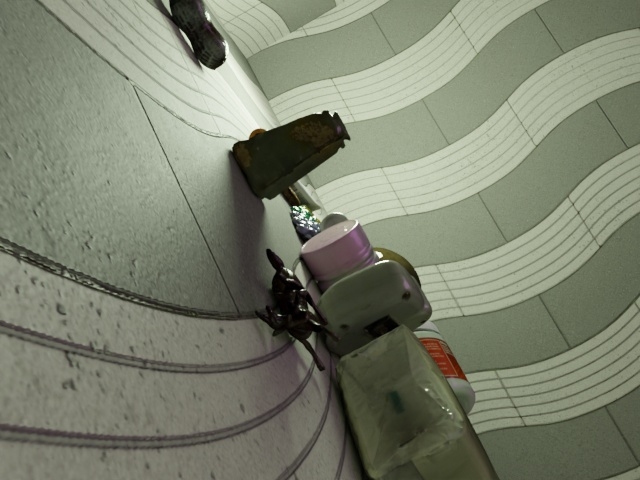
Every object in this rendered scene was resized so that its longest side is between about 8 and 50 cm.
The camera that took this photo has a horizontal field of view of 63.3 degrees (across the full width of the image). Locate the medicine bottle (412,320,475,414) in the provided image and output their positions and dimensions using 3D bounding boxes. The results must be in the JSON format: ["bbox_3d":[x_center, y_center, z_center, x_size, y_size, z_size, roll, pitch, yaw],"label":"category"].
[{"bbox_3d":[0.258,0.381,1.419,0.252,0.253,0.240,56,8,-46],"label":"medicine bottle"}]

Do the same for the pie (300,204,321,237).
[{"bbox_3d":[0.000,0.000,1.956,0.323,0.071,0.323,56,6,-9],"label":"pie"}]

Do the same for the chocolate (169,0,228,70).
[{"bbox_3d":[-0.360,-0.631,1.547,0.248,0.110,0.110,56,7,-27],"label":"chocolate"}]

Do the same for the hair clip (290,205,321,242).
[{"bbox_3d":[-0.053,-0.055,1.776,0.124,0.052,0.195,30,25,-26],"label":"hair clip"}]

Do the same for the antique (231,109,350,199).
[{"bbox_3d":[-0.066,-0.233,1.337,0.150,0.284,0.125,64,6,8],"label":"antique"}]

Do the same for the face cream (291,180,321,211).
[{"bbox_3d":[-0.096,-0.197,1.991,0.243,0.092,0.058,55,29,-30],"label":"face cream"}]

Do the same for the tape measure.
[{"bbox_3d":[0.115,0.173,1.202,0.265,0.258,0.130,42,21,-55],"label":"tape measure"}]

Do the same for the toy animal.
[{"bbox_3d":[-0.049,0.122,0.906,0.243,0.087,0.260,47,-6,49],"label":"toy animal"}]

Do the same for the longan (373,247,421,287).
[{"bbox_3d":[0.238,0.184,2.033,0.318,0.319,0.319,61,5,-10],"label":"longan"}]

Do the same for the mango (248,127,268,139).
[{"bbox_3d":[-0.184,-0.292,1.640,0.105,0.084,0.159,47,-19,14],"label":"mango"}]

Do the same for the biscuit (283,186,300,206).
[{"bbox_3d":[-0.126,-0.189,1.881,0.064,0.035,0.199,65,7,34],"label":"biscuit"}]

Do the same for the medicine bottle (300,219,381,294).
[{"bbox_3d":[0.097,0.118,1.540,0.315,0.202,0.202,60,6,-13],"label":"medicine bottle"}]

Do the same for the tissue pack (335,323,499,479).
[{"bbox_3d":[0.207,0.408,1.044,0.380,0.207,0.297,58,5,-33],"label":"tissue pack"}]

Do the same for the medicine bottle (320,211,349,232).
[{"bbox_3d":[0.065,-0.023,1.795,0.102,0.103,0.186,64,3,18],"label":"medicine bottle"}]
